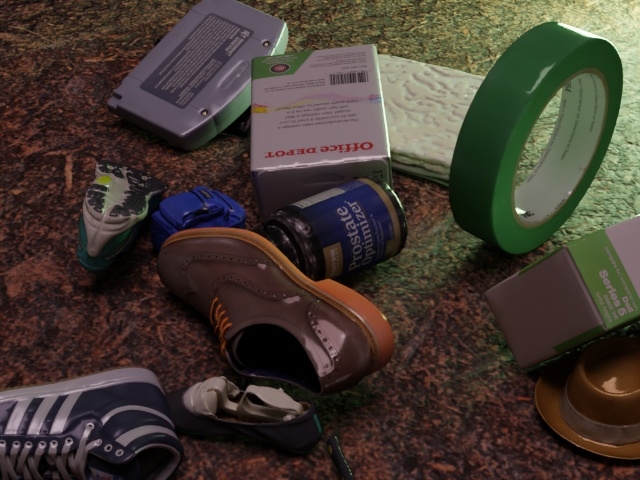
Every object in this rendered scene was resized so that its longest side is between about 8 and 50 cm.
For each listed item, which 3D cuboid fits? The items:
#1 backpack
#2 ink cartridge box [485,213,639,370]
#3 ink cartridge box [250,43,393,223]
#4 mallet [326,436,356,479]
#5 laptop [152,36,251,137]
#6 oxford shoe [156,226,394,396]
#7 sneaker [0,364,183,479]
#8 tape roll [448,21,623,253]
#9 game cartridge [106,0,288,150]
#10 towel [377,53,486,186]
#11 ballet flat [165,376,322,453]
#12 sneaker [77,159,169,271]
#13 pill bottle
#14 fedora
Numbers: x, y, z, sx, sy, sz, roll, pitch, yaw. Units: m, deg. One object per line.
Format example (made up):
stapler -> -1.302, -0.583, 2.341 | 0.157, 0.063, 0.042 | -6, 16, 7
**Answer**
backpack -> -0.163, -0.022, 1.511 | 0.120, 0.101, 0.098 | -19, 47, -32
ink cartridge box -> 0.376, 0.045, 1.341 | 0.273, 0.198, 0.115 | -19, 78, -26
ink cartridge box -> 0.000, -0.165, 1.650 | 0.201, 0.117, 0.278 | -6, 45, 3
mallet -> 0.039, 0.267, 1.151 | 0.039, 0.062, 0.190 | -7, 36, -14
laptop -> -0.184, -0.277, 1.936 | 0.234, 0.136, 0.264 | 12, 63, 14
oxford shoe -> -0.091, 0.082, 1.325 | 0.363, 0.130, 0.132 | 20, 36, 35
sneaker -> -0.285, 0.232, 1.154 | 0.282, 0.099, 0.153 | -14, 40, -22
tape roll -> 0.305, -0.139, 1.507 | 0.077, 0.321, 0.321 | 29, 44, 32
game cartridge -> -0.195, -0.286, 1.828 | 0.198, 0.062, 0.297 | 30, 64, 18
towel -> 0.173, -0.211, 1.827 | 0.331, 0.053, 0.317 | 19, 40, 23
ballet flat -> -0.095, 0.191, 1.244 | 0.203, 0.074, 0.074 | 10, 37, 11
sneaker -> -0.291, -0.041, 1.527 | 0.107, 0.110, 0.275 | 21, 19, -2
pill bottle -> 0.000, 0.000, 1.468 | 0.219, 0.123, 0.123 | -23, 43, -30
fedora -> 0.351, 0.171, 1.285 | 0.194, 0.079, 0.194 | 2, 35, -1
